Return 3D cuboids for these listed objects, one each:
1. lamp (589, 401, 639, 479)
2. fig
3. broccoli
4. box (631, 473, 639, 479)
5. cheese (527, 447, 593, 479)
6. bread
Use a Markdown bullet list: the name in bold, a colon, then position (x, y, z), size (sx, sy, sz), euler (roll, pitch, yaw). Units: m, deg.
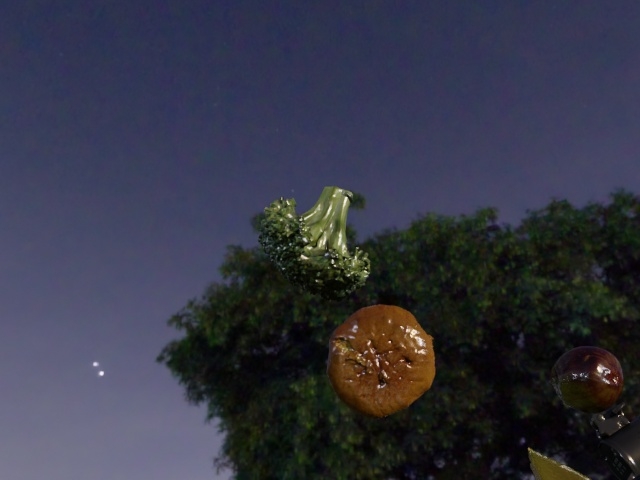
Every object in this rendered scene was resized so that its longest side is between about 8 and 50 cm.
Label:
- **lamp**: position (0.600, 0.362, 1.139), size (0.227, 0.172, 0.147), euler (-28, -36, -8)
- **fig**: position (0.426, 0.232, 1.031), size (0.109, 0.103, 0.154), euler (-21, -10, -28)
- **broccoli**: position (-0.016, 0.012, 1.484), size (0.235, 0.260, 0.288), euler (-14, -30, 15)
- **box**: position (0.550, 0.328, 0.787), size (0.058, 0.211, 0.350), euler (30, -57, -10)
- **cheese**: position (0.483, 0.507, 1.266), size (0.126, 0.171, 0.093), euler (-35, -48, -9)
- **bread**: position (0.165, 0.337, 1.750), size (0.312, 0.312, 0.172), euler (-4, -13, 4)
